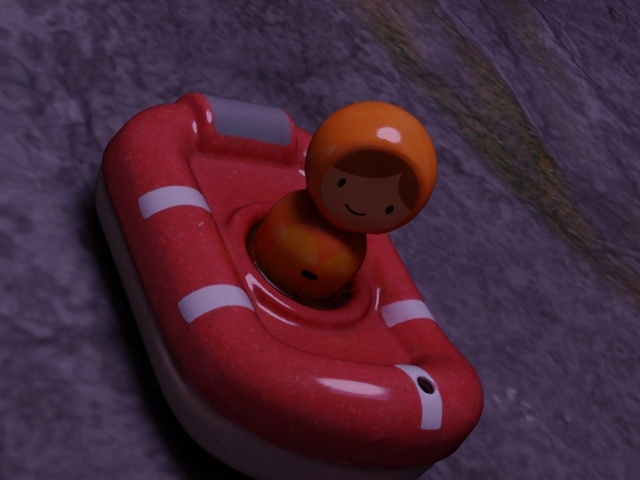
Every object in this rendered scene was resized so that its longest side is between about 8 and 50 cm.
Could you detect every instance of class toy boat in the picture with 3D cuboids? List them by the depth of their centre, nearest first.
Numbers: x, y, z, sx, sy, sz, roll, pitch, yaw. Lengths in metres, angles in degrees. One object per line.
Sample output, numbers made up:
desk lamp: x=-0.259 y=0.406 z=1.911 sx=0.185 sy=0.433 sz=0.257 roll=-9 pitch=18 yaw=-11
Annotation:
toy boat: x=0.000 y=0.000 z=0.592 sx=0.151 sy=0.151 sz=0.231 roll=5 pitch=45 yaw=-39
